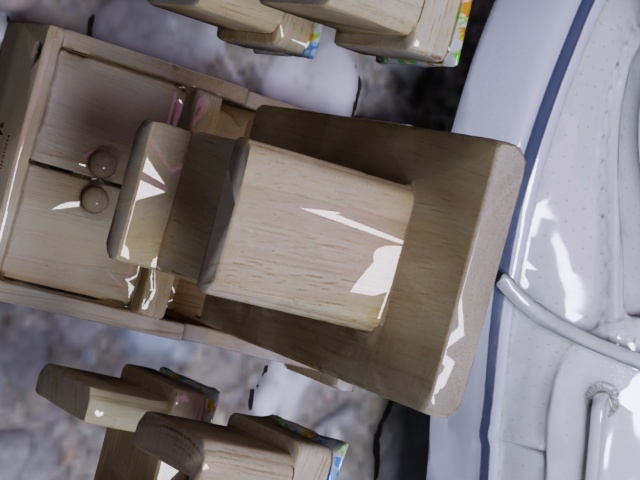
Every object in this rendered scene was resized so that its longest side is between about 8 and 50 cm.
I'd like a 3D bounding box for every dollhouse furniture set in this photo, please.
[{"bbox_3d":[0.000,0.000,0.573,0.161,0.242,0.212,15,90,-31],"label":"dollhouse furniture set"}]

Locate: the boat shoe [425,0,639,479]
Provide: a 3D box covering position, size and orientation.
[{"bbox_3d":[0.125,0.074,0.681,0.136,0.156,0.367,-8,106,-65],"label":"boat shoe"}]
